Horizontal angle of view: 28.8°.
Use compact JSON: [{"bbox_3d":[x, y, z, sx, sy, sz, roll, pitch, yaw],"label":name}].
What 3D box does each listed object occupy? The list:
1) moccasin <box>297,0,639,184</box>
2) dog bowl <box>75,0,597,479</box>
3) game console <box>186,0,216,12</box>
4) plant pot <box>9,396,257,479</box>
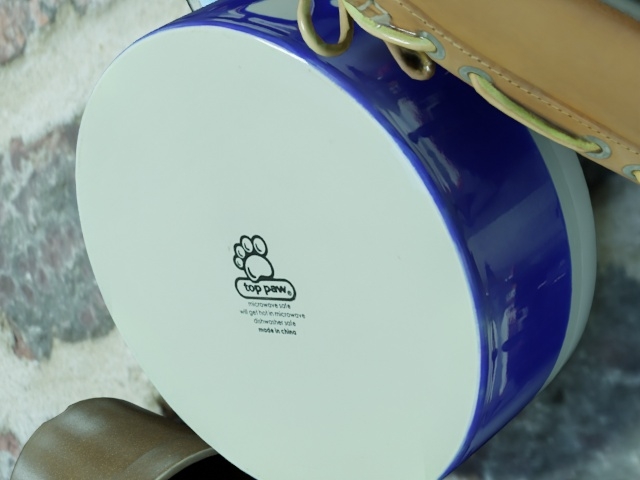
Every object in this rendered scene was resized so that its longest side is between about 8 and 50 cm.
[{"bbox_3d":[0.058,-0.124,0.504,0.380,0.139,0.147,27,149,2],"label":"moccasin"},{"bbox_3d":[0.000,0.000,0.639,0.265,0.104,0.264,22,127,32],"label":"dog bowl"},{"bbox_3d":[-0.037,-0.156,0.681,0.122,0.071,0.107,63,169,9],"label":"game console"},{"bbox_3d":[-0.114,0.185,0.816,0.165,0.167,0.167,18,115,48],"label":"plant pot"}]
